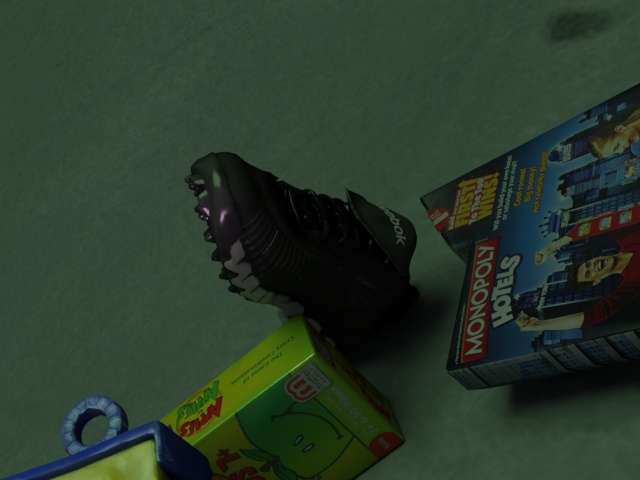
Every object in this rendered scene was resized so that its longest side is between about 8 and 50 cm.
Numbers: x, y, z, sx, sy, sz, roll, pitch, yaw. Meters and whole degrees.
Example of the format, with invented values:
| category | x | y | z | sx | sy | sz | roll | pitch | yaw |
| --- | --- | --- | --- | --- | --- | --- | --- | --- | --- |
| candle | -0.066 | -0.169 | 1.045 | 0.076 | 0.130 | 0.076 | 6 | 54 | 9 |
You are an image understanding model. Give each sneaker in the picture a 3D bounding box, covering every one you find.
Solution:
| category | x | y | z | sx | sy | sz | roll | pitch | yaw |
| --- | --- | --- | --- | --- | --- | --- | --- | --- | --- |
| sneaker | 0.000 | 0.000 | 0.707 | 0.106 | 0.234 | 0.078 | -25 | 60 | 6 |

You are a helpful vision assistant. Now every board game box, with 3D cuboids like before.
| category | x | y | z | sx | sy | sz | roll | pitch | yaw |
| --- | --- | --- | --- | --- | --- | --- | --- | --- | --- |
| board game box | -0.052 | 0.134 | 0.708 | 0.181 | 0.092 | 0.043 | -38 | 32 | 9 |
| board game box | 0.141 | 0.003 | 0.679 | 0.194 | 0.060 | 0.194 | -18 | 39 | 37 |

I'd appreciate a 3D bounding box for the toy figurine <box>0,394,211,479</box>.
| category | x | y | z | sx | sy | sz | roll | pitch | yaw |
| --- | --- | --- | --- | --- | --- | --- | --- | --- | --- |
| toy figurine | -0.093 | 0.147 | 0.581 | 0.363 | 0.191 | 0.217 | -24 | 46 | 11 |
